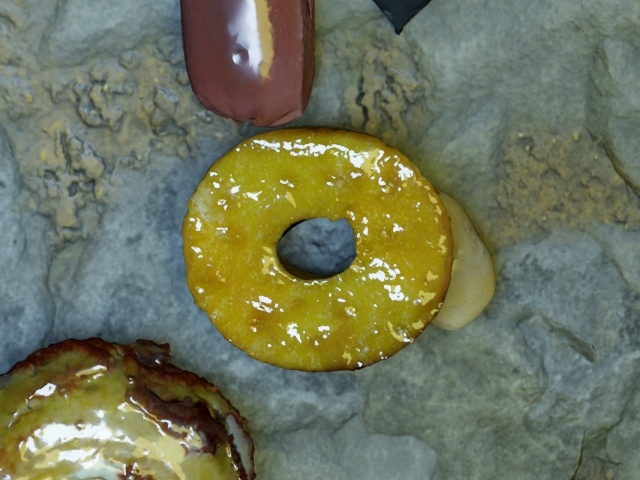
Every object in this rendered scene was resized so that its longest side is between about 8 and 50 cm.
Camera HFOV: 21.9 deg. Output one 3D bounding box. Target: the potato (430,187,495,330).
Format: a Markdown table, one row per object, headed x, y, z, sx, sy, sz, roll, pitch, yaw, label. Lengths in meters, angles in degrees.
| x | y | z | sx | sy | sz | roll | pitch | yaw | label |
| --- | --- | --- | --- | --- | --- | --- | --- | --- | --- |
| 0.138 | 0.019 | 1.959 | 0.118 | 0.109 | 0.178 | -24 | 110 | 9 | potato |

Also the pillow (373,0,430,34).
| x | y | z | sx | sy | sz | roll | pitch | yaw | label |
| --- | --- | --- | --- | --- | --- | --- | --- | --- | --- |
| 0.079 | -0.315 | 1.901 | 0.090 | 0.048 | 0.150 | -47 | 115 | -10 | pillow |

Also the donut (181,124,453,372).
| x | y | z | sx | sy | sz | roll | pitch | yaw | label |
| --- | --- | --- | --- | --- | --- | --- | --- | --- | --- |
| 0.000 | 0.000 | 1.852 | 0.303 | 0.110 | 0.303 | 2 | 107 | 5 | donut |

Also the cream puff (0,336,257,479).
| x | y | z | sx | sy | sz | roll | pitch | yaw | label |
| --- | --- | --- | --- | --- | --- | --- | --- | --- | --- |
| -0.231 | 0.269 | 1.794 | 0.350 | 0.228 | 0.350 | -1 | 95 | -8 | cream puff |

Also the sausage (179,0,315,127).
| x | y | z | sx | sy | sz | roll | pitch | yaw | label |
| --- | --- | --- | --- | --- | --- | --- | --- | --- | --- |
| -0.076 | -0.262 | 1.792 | 0.152 | 0.152 | 0.280 | -5 | 102 | -21 | sausage |
